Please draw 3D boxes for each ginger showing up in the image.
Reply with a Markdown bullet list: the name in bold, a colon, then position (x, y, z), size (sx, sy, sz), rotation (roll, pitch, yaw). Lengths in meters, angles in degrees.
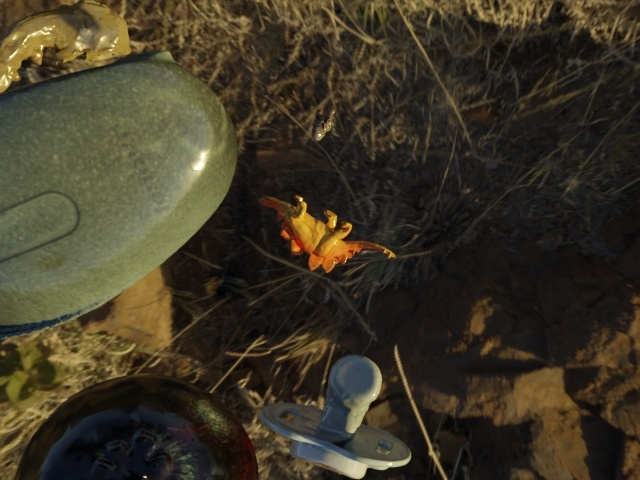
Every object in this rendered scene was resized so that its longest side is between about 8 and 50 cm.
- **ginger**: position (-0.284, -0.214, 0.889), size (0.173, 0.051, 0.069), rotation (-25, 114, -29)

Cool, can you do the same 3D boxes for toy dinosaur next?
- **toy dinosaur**: position (0.000, 0.000, 1.625), size (0.288, 0.070, 0.117), rotation (28, 98, -2)

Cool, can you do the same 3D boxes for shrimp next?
- **shrimp**: position (0.007, -0.205, 1.421), size (0.038, 0.092, 0.029), rotation (-16, 130, 20)

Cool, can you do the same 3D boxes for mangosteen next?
- **mangosteen**: position (-0.224, 0.317, 1.007), size (0.300, 0.300, 0.300), rotation (0, 91, 9)

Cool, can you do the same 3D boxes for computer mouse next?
- **computer mouse**: position (-0.251, -0.032, 0.716), size (0.374, 0.114, 0.203), rotation (-25, 116, 9)

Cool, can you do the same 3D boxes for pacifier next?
- **pacifier**: position (0.040, 0.302, 1.486), size (0.279, 0.227, 0.207), rotation (16, 98, 13)
